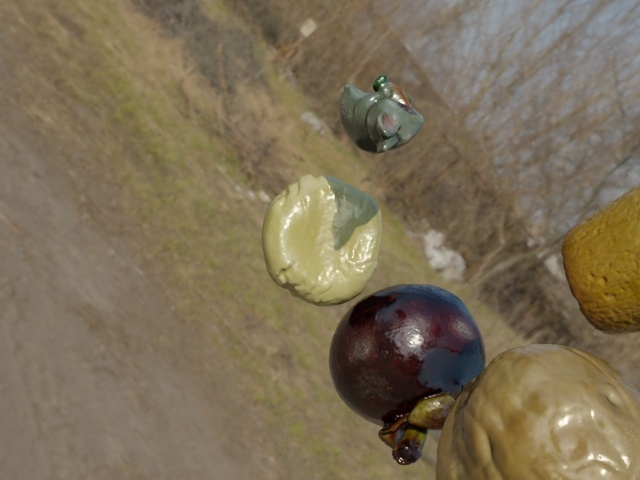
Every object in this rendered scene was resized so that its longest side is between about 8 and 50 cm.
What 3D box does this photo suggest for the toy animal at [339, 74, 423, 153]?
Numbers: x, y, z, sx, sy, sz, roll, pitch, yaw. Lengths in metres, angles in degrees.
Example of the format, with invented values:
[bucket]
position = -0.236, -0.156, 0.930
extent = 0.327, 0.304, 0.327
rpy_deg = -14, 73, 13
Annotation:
[toy animal]
position = 0.105, -0.180, 1.540
extent = 0.236, 0.108, 0.138
rpy_deg = -122, -151, -59

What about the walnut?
[walnut]
position = 0.260, 0.267, 1.060
extent = 0.313, 0.252, 0.277
rpy_deg = 63, 8, 34

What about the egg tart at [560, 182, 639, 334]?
[egg tart]
position = 0.423, 0.027, 1.278
extent = 0.215, 0.171, 0.215
rpy_deg = 32, 46, -40

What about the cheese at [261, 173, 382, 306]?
[cheese]
position = 0.000, 0.000, 1.754
extent = 0.214, 0.225, 0.117
rpy_deg = 20, -14, -16

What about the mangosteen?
[mangosteen]
position = 0.166, 0.223, 1.779
extent = 0.297, 0.297, 0.293
rpy_deg = 41, 0, -44
